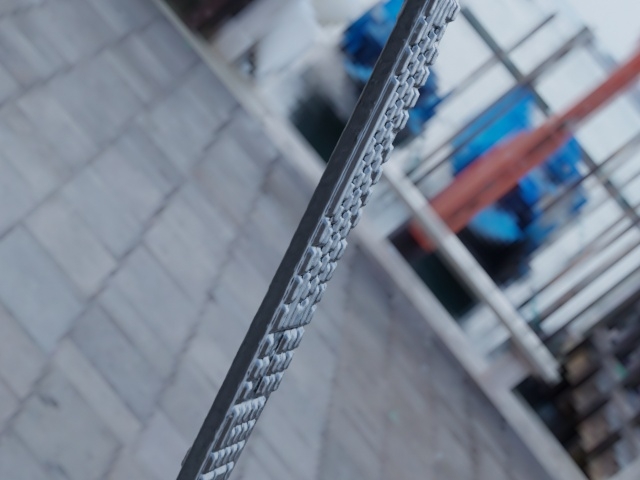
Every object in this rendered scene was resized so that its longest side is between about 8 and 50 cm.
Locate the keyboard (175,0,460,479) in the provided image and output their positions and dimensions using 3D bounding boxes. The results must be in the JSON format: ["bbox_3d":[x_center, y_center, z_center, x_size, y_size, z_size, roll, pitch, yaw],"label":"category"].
[{"bbox_3d":[0.000,0.000,1.074,0.018,0.309,0.101,27,6,9],"label":"keyboard"}]
